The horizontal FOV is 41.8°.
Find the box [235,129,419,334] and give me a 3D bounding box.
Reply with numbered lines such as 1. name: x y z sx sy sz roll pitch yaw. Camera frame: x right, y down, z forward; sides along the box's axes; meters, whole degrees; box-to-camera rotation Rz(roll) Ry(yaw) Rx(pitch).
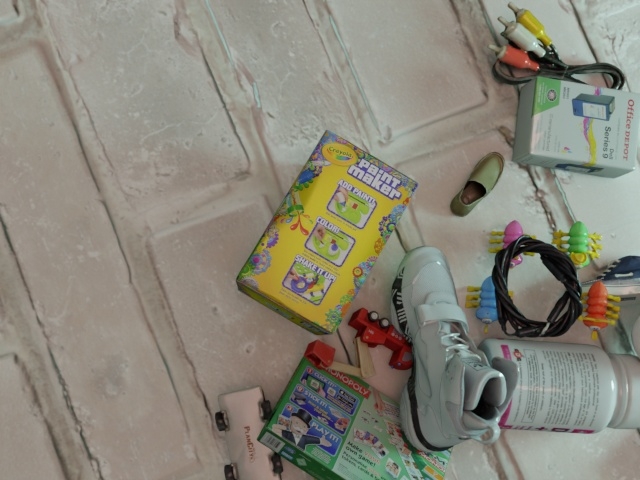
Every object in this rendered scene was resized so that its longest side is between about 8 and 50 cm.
1. box: 0.000 0.000 1.431 0.177 0.290 0.279 30 82 -1

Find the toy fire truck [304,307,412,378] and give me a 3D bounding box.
1. toy fire truck: 0.081 0.198 1.508 0.192 0.047 0.135 31 63 -10

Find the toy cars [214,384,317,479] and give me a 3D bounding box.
1. toy cars: -0.041 0.417 1.484 0.394 0.087 0.176 37 85 4

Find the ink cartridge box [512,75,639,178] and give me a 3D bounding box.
1. ink cartridge box: 0.489 -0.214 1.600 0.212 0.093 0.154 9 84 -8

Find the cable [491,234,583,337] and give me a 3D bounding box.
1. cable: 0.381 0.079 1.478 0.151 0.047 0.184 -7 80 16

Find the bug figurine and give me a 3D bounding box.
1. bug figurine: 0.408 0.068 1.536 0.279 0.072 0.216 2 76 12

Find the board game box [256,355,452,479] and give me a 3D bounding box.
1. board game box: 0.070 0.347 1.454 0.317 0.046 0.213 34 38 0

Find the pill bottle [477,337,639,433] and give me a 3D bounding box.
1. pill bottle: 0.427 0.263 1.505 0.283 0.160 0.160 4 83 -5

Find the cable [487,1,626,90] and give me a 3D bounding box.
1. cable: 0.453 -0.337 1.623 0.287 0.072 0.139 27 87 -2

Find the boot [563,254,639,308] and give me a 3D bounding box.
1. boot: 0.554 0.077 1.595 0.190 0.069 0.086 -2 57 2

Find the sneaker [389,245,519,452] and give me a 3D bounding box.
1. sneaker: 0.230 0.176 1.433 0.137 0.210 0.365 5 76 -27

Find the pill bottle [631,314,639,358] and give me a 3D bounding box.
1. pill bottle: 0.669 0.151 1.512 0.229 0.131 0.131 -17 84 -44

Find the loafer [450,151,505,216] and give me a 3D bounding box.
1. loafer: 0.305 -0.108 1.592 0.056 0.050 0.148 35 82 -1
